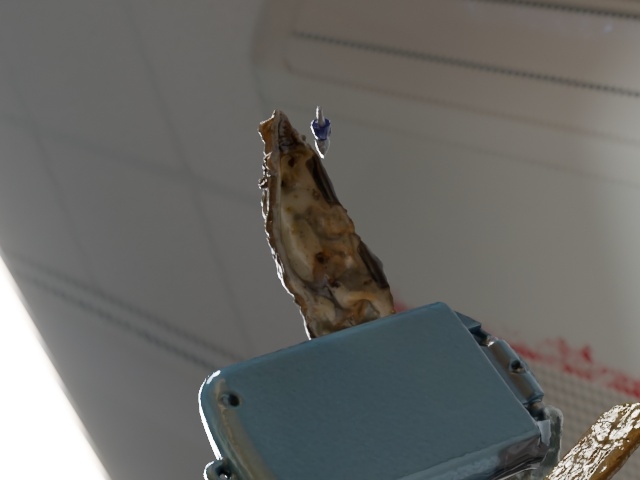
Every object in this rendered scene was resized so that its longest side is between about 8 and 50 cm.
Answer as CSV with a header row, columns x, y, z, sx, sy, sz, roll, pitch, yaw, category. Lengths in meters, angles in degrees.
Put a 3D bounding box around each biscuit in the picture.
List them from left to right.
x,y,z,sx,sy,sz,roll,pitch,yaw,category
0.234,0.195,1.560,0.018,0.147,0.071,48,-10,-20,biscuit

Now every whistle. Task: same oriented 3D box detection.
x,y,z,sx,sy,sz,roll,pitch,yaw,category
0.002,-0.158,2.605,0.033,0.029,0.083,-98,-178,-51,whistle

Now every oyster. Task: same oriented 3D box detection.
x,y,z,sx,sy,sz,roll,pitch,yaw,category
-0.002,0.001,2.212,0.078,0.129,0.345,135,-65,-71,oyster

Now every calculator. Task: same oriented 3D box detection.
x,y,z,sx,sy,sz,roll,pitch,yaw,category
0.043,0.141,1.380,0.173,0.293,0.051,56,-33,31,calculator

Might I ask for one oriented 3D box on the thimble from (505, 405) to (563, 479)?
x,y,z,sx,sy,sz,roll,pitch,yaw,category
0.163,0.255,2.084,0.250,0.205,0.172,6,-94,49,thimble
